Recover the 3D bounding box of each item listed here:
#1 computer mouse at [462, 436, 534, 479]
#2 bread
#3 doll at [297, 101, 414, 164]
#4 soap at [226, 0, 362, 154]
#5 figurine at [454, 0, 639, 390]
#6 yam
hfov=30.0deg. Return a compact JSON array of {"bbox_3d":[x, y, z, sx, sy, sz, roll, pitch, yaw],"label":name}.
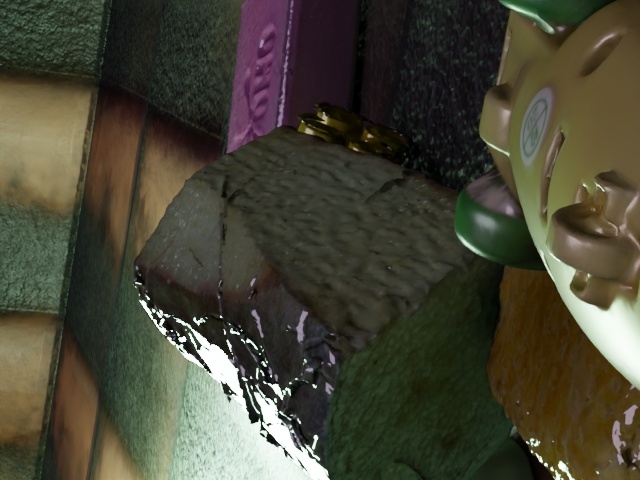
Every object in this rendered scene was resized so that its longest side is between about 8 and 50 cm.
[{"bbox_3d":[0.087,0.212,0.792,0.089,0.056,0.182,-127,47,-67],"label":"computer mouse"},{"bbox_3d":[0.156,0.046,0.600,0.196,0.102,0.138,-122,46,-61],"label":"bread"},{"bbox_3d":[0.000,0.000,0.999,0.135,0.143,0.221,-56,-11,-67],"label":"doll"},{"bbox_3d":[-0.032,-0.128,1.169,0.181,0.081,0.259,171,105,-68],"label":"soap"},{"bbox_3d":[0.173,-0.017,0.430,0.324,0.222,0.124,-98,16,-67],"label":"figurine"},{"bbox_3d":[0.003,0.046,0.786,0.271,0.202,0.201,35,144,43],"label":"yam"}]
